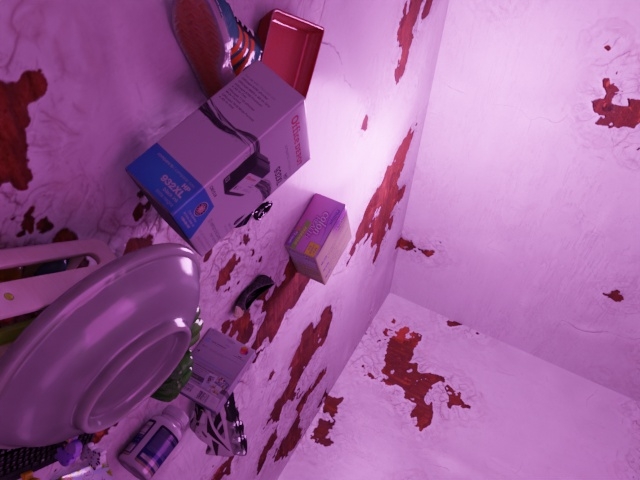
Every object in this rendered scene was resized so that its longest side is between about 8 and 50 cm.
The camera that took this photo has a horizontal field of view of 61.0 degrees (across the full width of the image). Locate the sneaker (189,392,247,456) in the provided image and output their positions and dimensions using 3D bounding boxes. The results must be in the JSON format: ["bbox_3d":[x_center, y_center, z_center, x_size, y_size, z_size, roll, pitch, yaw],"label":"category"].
[{"bbox_3d":[-0.316,0.495,1.561,0.122,0.147,0.330,-95,176,-71],"label":"sneaker"}]

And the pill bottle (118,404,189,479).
[{"bbox_3d":[-0.404,0.494,1.338,0.169,0.094,0.094,-51,156,-39],"label":"pill bottle"}]

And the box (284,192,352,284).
[{"bbox_3d":[0.000,0.000,1.840,0.213,0.117,0.243,-60,161,-19],"label":"box"}]

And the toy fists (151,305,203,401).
[{"bbox_3d":[-0.326,0.217,1.149,0.096,0.142,0.279,-28,138,-63],"label":"toy fists"}]

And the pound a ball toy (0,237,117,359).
[{"bbox_3d":[-0.450,0.099,0.736,0.208,0.135,0.319,-46,169,20],"label":"pound a ball toy"}]

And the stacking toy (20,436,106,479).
[{"bbox_3d":[-0.455,0.361,1.012,0.221,0.052,0.167,-69,162,8],"label":"stacking toy"}]

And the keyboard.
[{"bbox_3d":[-0.502,0.343,0.989,0.201,0.033,0.317,-69,162,6],"label":"keyboard"}]

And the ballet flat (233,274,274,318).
[{"bbox_3d":[-0.197,0.163,1.590,0.173,0.049,0.057,-52,156,-38],"label":"ballet flat"}]

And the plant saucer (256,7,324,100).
[{"bbox_3d":[-0.094,-0.378,1.238,0.258,0.048,0.258,-25,134,-63],"label":"plant saucer"}]

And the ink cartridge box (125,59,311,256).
[{"bbox_3d":[-0.169,-0.145,1.008,0.307,0.129,0.223,-44,164,-13],"label":"ink cartridge box"}]

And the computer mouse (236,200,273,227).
[{"bbox_3d":[-0.182,-0.077,1.379,0.071,0.041,0.242,-62,170,15],"label":"computer mouse"}]

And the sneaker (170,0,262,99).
[{"bbox_3d":[-0.173,-0.357,0.963,0.121,0.108,0.302,-61,169,-19],"label":"sneaker"}]

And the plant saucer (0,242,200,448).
[{"bbox_3d":[-0.313,0.186,0.849,0.400,0.101,0.400,-47,166,-16],"label":"plant saucer"}]

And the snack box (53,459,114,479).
[{"bbox_3d":[-0.490,0.530,1.138,0.037,0.100,0.141,-31,166,11],"label":"snack box"}]

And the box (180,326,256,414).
[{"bbox_3d":[-0.279,0.338,1.421,0.186,0.145,0.038,-57,162,-29],"label":"box"}]
